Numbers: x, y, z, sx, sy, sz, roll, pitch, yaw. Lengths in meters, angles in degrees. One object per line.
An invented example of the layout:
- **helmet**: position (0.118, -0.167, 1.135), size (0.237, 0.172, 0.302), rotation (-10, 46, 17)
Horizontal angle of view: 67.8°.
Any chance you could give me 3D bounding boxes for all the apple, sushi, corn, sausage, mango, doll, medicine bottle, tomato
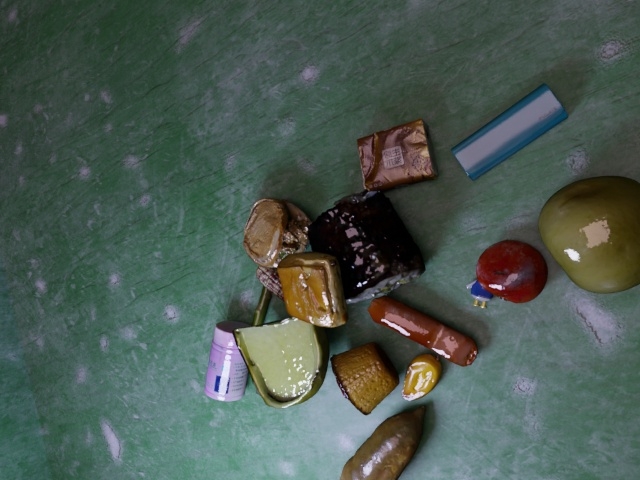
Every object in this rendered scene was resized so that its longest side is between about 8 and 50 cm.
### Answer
- **apple**: position (0.702, -0.019, 1.181), size (0.258, 0.233, 0.295), rotation (-33, 78, 27)
- **sushi**: position (0.130, 0.023, 1.429), size (0.281, 0.299, 0.294), rotation (-29, 78, 24)
- **corn**: position (-0.132, 0.168, 1.688), size (0.237, 0.079, 0.079), rotation (37, 106, 17)
- **sausage**: position (0.311, 0.270, 1.457), size (0.348, 0.094, 0.097), rotation (26, 97, 17)
- **mango**: position (0.312, 0.424, 1.478), size (0.101, 0.066, 0.187), rotation (30, 109, 15)
- **doll**: position (0.477, 0.125, 1.393), size (0.098, 0.057, 0.143), rotation (9, 93, 35)
- **medicine bottle**: position (-0.331, 0.437, 1.746), size (0.152, 0.152, 0.254), rotation (13, 97, 25)
- **tomato**: position (0.538, 0.083, 1.315), size (0.189, 0.099, 0.173), rotation (27, 89, 7)

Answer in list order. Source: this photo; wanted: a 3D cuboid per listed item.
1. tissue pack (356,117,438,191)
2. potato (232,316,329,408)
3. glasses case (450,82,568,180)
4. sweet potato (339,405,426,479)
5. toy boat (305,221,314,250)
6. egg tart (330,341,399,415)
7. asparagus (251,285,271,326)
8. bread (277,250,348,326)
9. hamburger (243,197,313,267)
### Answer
- **tissue pack**: position (0.236, -0.256, 1.487), size (0.226, 0.092, 0.183), rotation (-12, 85, 24)
- **potato**: position (-0.084, 0.388, 1.572), size (0.330, 0.212, 0.280), rotation (-19, 77, 28)
- **glasses case**: position (0.529, -0.304, 1.354), size (0.301, 0.070, 0.117), rotation (-36, 76, 21)
- **sweet potato**: position (0.206, 0.660, 1.487), size (0.158, 0.158, 0.370), rotation (38, 108, 21)
- **toy boat**: position (-0.003, -0.011, 1.639), size (0.149, 0.034, 0.105), rotation (5, 96, 27)
- **egg tart**: position (0.138, 0.421, 1.497), size (0.171, 0.215, 0.215), rotation (-36, 75, 8)
- **asparagus**: position (-0.211, 0.236, 1.747), size (0.045, 0.041, 0.178), rotation (16, 85, -4)
- **bread**: position (-0.031, 0.138, 1.364), size (0.235, 0.099, 0.210), rotation (4, 107, 51)
- **hamburger**: position (-0.152, -0.029, 1.643), size (0.286, 0.146, 0.243), rotation (-24, 66, 39)
